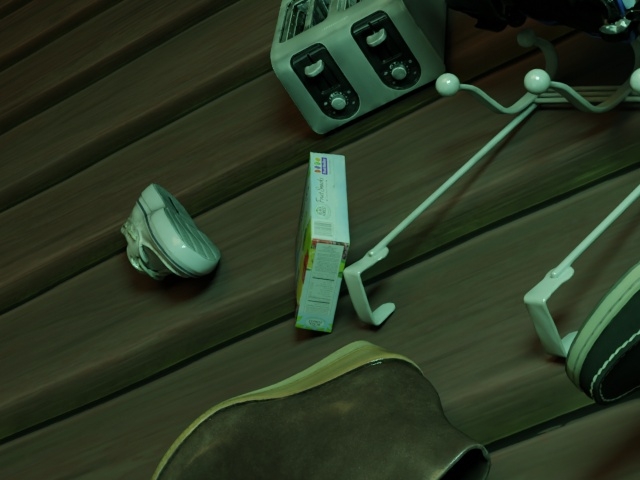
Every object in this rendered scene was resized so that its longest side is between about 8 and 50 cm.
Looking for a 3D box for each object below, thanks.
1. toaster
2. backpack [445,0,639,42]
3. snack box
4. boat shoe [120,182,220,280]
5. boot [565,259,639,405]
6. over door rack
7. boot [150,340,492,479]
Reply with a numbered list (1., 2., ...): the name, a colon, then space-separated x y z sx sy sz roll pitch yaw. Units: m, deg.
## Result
1. toaster: 0.049 -0.227 1.491 0.168 0.110 0.185 -23 33 24
2. backpack: 0.190 -0.309 1.124 0.213 0.263 0.276 -46 22 -7
3. snack box: 0.000 0.000 1.248 0.037 0.100 0.141 8 36 -6
4. boat shoe: -0.163 0.008 1.453 0.076 0.083 0.226 -50 18 4
5. boot: 0.277 0.062 0.789 0.236 0.085 0.178 -35 56 4
6. over door rack: 0.176 -0.068 1.135 0.239 0.108 0.324 7 53 53
7. boot: -0.014 0.181 1.020 0.248 0.090 0.207 -37 27 -4
